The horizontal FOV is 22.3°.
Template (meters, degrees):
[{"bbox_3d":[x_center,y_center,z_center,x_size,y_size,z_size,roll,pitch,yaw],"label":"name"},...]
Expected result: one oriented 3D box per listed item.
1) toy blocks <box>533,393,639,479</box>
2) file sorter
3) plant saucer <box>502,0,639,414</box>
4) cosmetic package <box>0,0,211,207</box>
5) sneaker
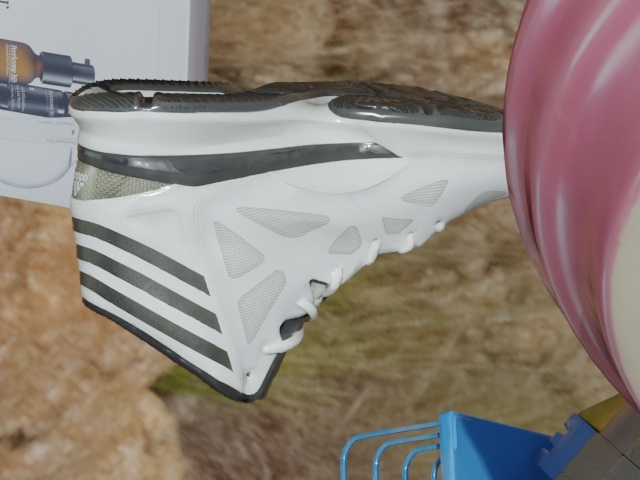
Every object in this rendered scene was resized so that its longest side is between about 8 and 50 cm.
[{"bbox_3d":[0.242,0.177,1.095,0.191,0.261,0.381,40,91,-15],"label":"toy blocks"},{"bbox_3d":[0.105,0.202,1.207,0.170,0.104,0.118,19,64,-49],"label":"file sorter"},{"bbox_3d":[0.210,0.002,0.448,0.332,0.332,0.084,52,40,-32],"label":"plant saucer"},{"bbox_3d":[-0.266,-0.217,1.764,0.284,0.097,0.377,9,120,8],"label":"cosmetic package"},{"bbox_3d":[-0.001,0.000,1.381,0.447,0.169,0.257,0,103,-23],"label":"sneaker"}]
